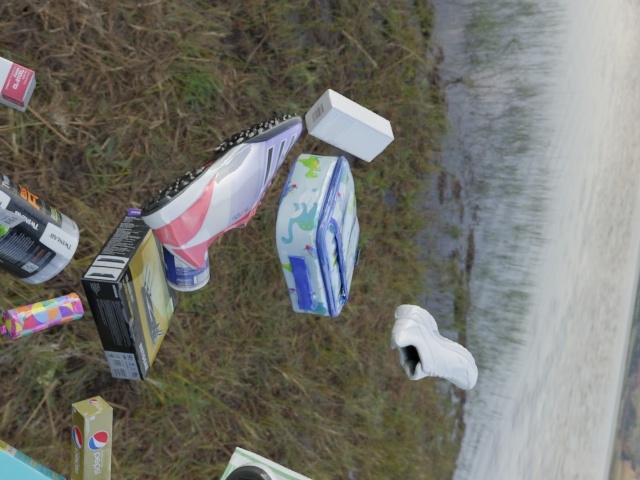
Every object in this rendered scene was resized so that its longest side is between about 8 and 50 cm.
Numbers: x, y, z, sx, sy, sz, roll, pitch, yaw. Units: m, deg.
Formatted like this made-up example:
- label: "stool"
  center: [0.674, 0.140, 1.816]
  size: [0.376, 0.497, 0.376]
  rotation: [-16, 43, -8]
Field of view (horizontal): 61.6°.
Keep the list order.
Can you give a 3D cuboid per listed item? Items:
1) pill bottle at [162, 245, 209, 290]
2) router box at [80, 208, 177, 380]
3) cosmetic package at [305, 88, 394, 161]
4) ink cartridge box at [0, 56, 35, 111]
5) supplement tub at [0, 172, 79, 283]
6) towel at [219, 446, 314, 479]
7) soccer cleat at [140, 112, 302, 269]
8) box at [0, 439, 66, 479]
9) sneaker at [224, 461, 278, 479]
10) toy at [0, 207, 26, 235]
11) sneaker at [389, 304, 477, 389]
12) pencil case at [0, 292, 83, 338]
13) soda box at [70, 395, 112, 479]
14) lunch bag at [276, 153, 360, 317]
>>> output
- label: "pill bottle"
  center: [-0.288, 0.017, 1.145]
  size: [0.094, 0.094, 0.169]
  rotation: [-42, 146, -46]
- label: "router box"
  center: [-0.414, 0.122, 1.208]
  size: [0.242, 0.081, 0.308]
  rotation: [-80, 174, -51]
- label: "cosmetic package"
  center: [0.085, -0.325, 1.541]
  size: [0.231, 0.117, 0.085]
  rotation: [19, 47, -34]
- label: "ink cartridge box"
  center: [-0.691, -0.342, 1.103]
  size: [0.175, 0.127, 0.072]
  rotation: [21, 84, -26]
- label: "supplement tub"
  center: [-0.810, -0.047, 1.356]
  size: [0.338, 0.207, 0.207]
  rotation: [48, 57, -48]
- label: "towel"
  center: [-0.152, 0.638, 1.142]
  size: [0.038, 0.248, 0.324]
  rotation: [84, 28, -54]
- label: "soccer cleat"
  center: [-0.125, -0.089, 0.824]
  size: [0.318, 0.109, 0.116]
  rotation: [-47, 118, -35]
- label: "box"
  center: [-0.504, 0.329, 0.805]
  size: [0.244, 0.101, 0.060]
  rotation: [39, 63, -13]
- label: "sneaker"
  center: [-0.042, 0.414, 0.719]
  size: [0.178, 0.124, 0.295]
  rotation: [-14, 96, -71]
- label: "toy"
  center: [-0.734, -0.080, 1.067]
  size: [0.237, 0.137, 0.056]
  rotation: [42, 30, -52]
- label: "sneaker"
  center: [0.211, 0.235, 1.047]
  size: [0.232, 0.090, 0.115]
  rotation: [42, 57, -16]
- label: "pencil case"
  center: [-0.902, 0.243, 1.746]
  size: [0.237, 0.105, 0.104]
  rotation: [-15, 110, -47]
- label: "soda box"
  center: [-0.463, 0.414, 1.084]
  size: [0.058, 0.061, 0.181]
  rotation: [-9, 111, -47]
- label: "lunch bag"
  center: [0.000, 0.000, 0.783]
  size: [0.218, 0.090, 0.176]
  rotation: [81, 21, -48]
